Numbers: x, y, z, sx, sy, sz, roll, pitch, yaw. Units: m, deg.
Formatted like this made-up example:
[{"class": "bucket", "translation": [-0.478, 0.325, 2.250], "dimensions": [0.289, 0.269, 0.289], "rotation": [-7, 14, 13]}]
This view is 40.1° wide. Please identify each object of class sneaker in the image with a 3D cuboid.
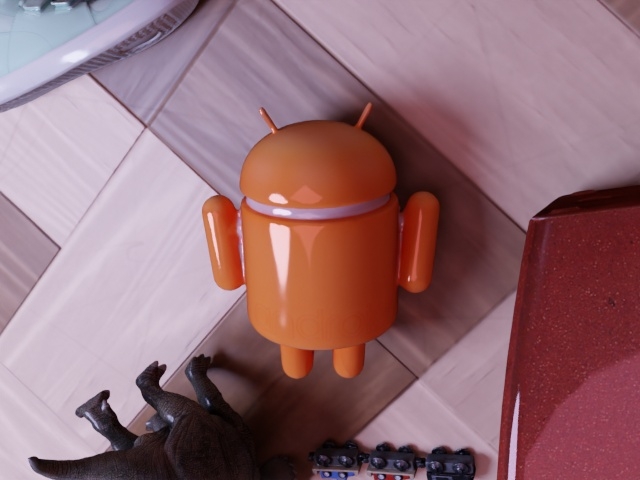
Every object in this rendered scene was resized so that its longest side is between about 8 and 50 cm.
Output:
[{"class": "sneaker", "translation": [-0.231, -0.209, 0.731], "dimensions": [0.256, 0.094, 0.151], "rotation": [-17, 99, 23]}]

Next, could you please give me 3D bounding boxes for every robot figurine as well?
[{"class": "robot figurine", "translation": [0.002, 0.000, 0.702], "dimensions": [0.158, 0.128, 0.219], "rotation": [14, 115, 38]}]

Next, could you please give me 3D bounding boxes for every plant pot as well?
[{"class": "plant pot", "translation": [0.252, 0.079, 0.579], "dimensions": [0.267, 0.267, 0.235], "rotation": [-8, 94, 22]}]

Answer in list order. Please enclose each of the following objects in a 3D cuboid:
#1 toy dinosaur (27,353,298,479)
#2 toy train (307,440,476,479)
[{"class": "toy dinosaur", "translation": [-0.114, 0.189, 0.768], "dimensions": [0.121, 0.313, 0.160], "rotation": [-47, 64, 1]}, {"class": "toy train", "translation": [0.064, 0.208, 0.808], "dimensions": [0.158, 0.027, 0.036], "rotation": [-2, 118, 20]}]
